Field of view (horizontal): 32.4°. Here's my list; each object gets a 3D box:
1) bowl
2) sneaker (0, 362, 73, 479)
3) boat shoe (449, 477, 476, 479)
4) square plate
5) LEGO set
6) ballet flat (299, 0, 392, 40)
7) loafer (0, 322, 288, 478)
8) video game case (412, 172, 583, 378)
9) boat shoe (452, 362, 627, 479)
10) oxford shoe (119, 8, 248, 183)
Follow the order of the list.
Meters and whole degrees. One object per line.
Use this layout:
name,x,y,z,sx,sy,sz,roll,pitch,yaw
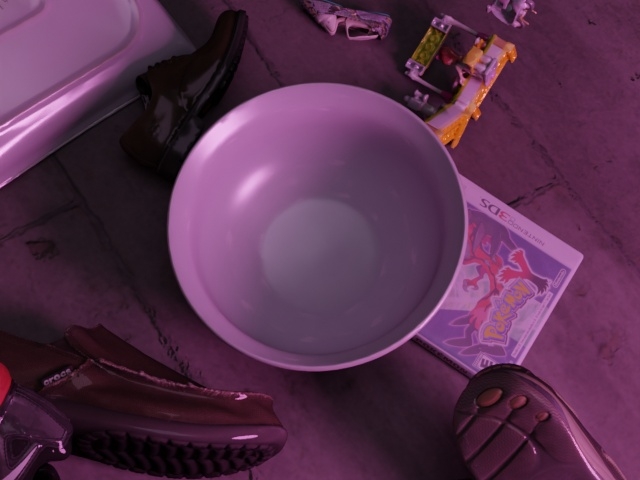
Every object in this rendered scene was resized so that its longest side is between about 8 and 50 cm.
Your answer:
bowl,0.000,0.000,1.127,0.297,0.134,0.298,-1,71,4
sneaker,-0.300,0.232,0.941,0.135,0.276,0.098,28,18,-16
boat shoe,0.120,0.327,1.068,0.065,0.075,0.206,4,62,40
square plate,-0.359,-0.259,1.197,0.344,0.049,0.347,-38,91,-25
LEGO set,0.129,-0.181,1.264,0.107,0.132,0.287,33,70,15
ballet flat,0.028,-0.263,1.325,0.114,0.041,0.041,13,64,-4
loafer,-0.208,0.135,1.041,0.365,0.134,0.130,10,63,-5
video game case,0.169,0.041,1.218,0.183,0.023,0.201,34,64,6
boat shoe,0.258,0.263,1.060,0.132,0.130,0.355,-27,96,21
oxford shoe,-0.150,-0.180,1.223,0.096,0.083,0.227,28,63,-3
